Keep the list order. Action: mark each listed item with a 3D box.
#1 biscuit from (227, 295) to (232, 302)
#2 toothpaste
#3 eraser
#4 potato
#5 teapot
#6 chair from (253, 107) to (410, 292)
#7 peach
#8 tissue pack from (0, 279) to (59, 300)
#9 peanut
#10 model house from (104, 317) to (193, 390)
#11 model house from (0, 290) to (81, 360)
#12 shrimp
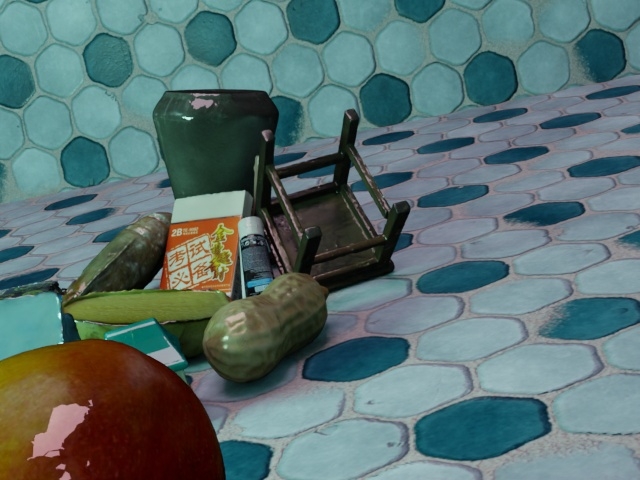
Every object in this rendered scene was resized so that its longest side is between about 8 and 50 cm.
[{"bbox_3d":[-0.239,0.126,2.013,0.192,0.036,0.186,-12,23,3],"label":"biscuit"},{"bbox_3d":[-0.114,0.051,2.039,0.071,0.193,0.045,-13,-29,3],"label":"toothpaste"},{"bbox_3d":[-0.211,0.023,2.137,0.157,0.230,0.038,-7,-28,26],"label":"eraser"},{"bbox_3d":[-0.276,0.150,1.855,0.272,0.111,0.160,-2,19,-14],"label":"potato"},{"bbox_3d":[-0.195,-0.130,2.352,0.253,0.343,0.300,-8,13,-33],"label":"teapot"},{"bbox_3d":[0.000,0.000,2.111,0.203,0.416,0.240,-18,59,-18],"label":"chair"},{"bbox_3d":[-0.231,0.245,1.065,0.308,0.307,0.332,-17,19,-16],"label":"peach"},{"bbox_3d":[-0.599,0.148,2.234,0.174,0.073,0.235,-12,14,3],"label":"tissue pack"},{"bbox_3d":[-0.078,0.126,1.762,0.136,0.120,0.298,1,16,30],"label":"peanut"},{"bbox_3d":[-0.233,0.182,1.612,0.101,0.148,0.127,-19,16,-10],"label":"model house"},{"bbox_3d":[-0.458,0.231,1.628,0.261,0.225,0.241,-10,-24,-4],"label":"model house"},{"bbox_3d":[-0.394,0.085,2.149,0.221,0.110,0.446,-56,-7,35],"label":"shrimp"}]
